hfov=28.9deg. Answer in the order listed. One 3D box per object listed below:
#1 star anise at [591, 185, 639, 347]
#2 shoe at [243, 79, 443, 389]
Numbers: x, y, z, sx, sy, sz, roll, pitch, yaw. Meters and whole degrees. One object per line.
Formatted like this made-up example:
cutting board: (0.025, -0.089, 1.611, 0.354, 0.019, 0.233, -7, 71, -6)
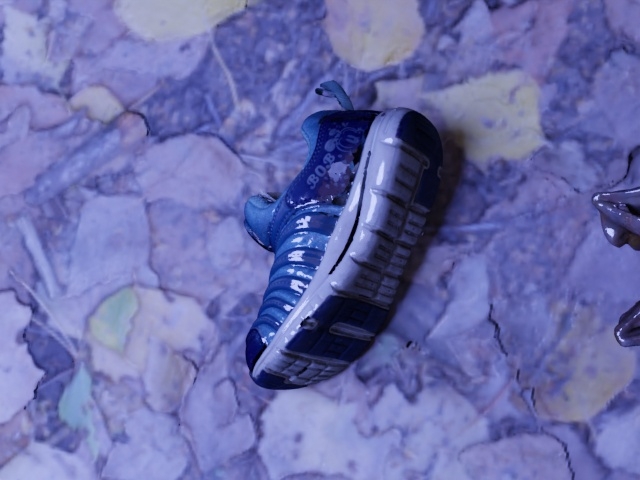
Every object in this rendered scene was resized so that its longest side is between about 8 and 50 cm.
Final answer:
star anise: (0.265, 0.007, 0.783, 0.196, 0.073, 0.212, 17, 82, 6)
shoe: (0.000, 0.000, 0.820, 0.106, 0.091, 0.207, 22, 90, 32)
